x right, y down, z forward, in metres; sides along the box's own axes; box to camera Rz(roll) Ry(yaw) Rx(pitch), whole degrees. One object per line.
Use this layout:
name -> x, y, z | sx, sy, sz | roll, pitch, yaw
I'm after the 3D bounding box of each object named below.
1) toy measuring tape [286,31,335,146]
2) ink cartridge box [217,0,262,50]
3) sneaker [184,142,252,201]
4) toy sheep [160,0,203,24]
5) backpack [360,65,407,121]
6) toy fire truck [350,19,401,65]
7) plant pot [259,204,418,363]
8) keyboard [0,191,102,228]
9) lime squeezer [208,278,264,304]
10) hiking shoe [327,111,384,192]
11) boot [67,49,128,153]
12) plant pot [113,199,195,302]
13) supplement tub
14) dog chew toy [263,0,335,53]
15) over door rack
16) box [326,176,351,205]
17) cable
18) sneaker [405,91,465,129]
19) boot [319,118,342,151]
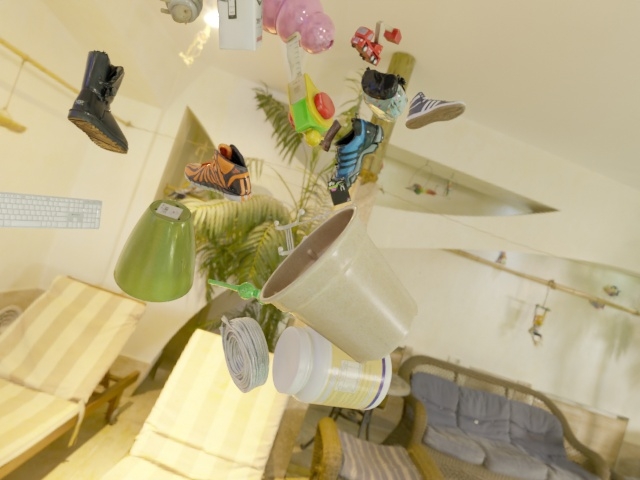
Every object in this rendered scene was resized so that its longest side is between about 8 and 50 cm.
toy measuring tape -> -0.029, -0.386, 1.114 | 0.121, 0.330, 0.121 | -7, -20, -2
ink cartridge box -> -0.176, -0.539, 0.947 | 0.086, 0.203, 0.148 | 3, 30, -2
sneaker -> -0.368, -0.270, 1.523 | 0.321, 0.180, 0.124 | 21, 37, 26
toy sheep -> -0.304, -0.535, 0.939 | 0.091, 0.132, 0.091 | 4, -19, 2
backpack -> 0.218, -0.485, 1.430 | 0.152, 0.115, 0.182 | 35, 3, 29
toy fire truck -> 0.171, -0.610, 1.285 | 0.047, 0.135, 0.192 | 34, 12, 25
plant pot -> 0.069, 0.134, 1.086 | 0.305, 0.334, 0.334 | 46, -8, -11
keyboard -> -0.593, -0.062, 0.925 | 0.014, 0.072, 0.256 | 4, 2, 25
lime squeezer -> -0.231, 0.191, 1.473 | 0.310, 0.058, 0.110 | 20, -31, -21
hiking shoe -> 0.091, -0.298, 1.501 | 0.132, 0.304, 0.113 | 22, 27, -23
boot -> -0.588, -0.377, 1.185 | 0.094, 0.207, 0.246 | 11, -13, 5
plant pot -> -0.550, 0.016, 1.474 | 0.275, 0.293, 0.274 | 18, 31, -11
supplement tub -> 0.035, 0.409, 1.376 | 0.331, 0.241, 0.241 | 18, -1, -26
dog chew toy -> -0.084, -0.750, 1.419 | 0.332, 0.206, 0.206 | 45, 4, 13
over door rack -> 0.000, 0.000, 1.524 | 0.324, 0.239, 0.108 | -13, -23, 6
box -> 0.061, -0.162, 1.412 | 0.062, 0.083, 0.052 | -17, 6, 0
cable -> -0.268, 0.402, 1.507 | 0.089, 0.257, 0.257 | -7, 7, -34
sneaker -> 0.529, -0.624, 1.962 | 0.282, 0.153, 0.099 | -9, -31, 36
boot -> 0.027, -0.387, 1.513 | 0.037, 0.114, 0.106 | 6, 31, -41
